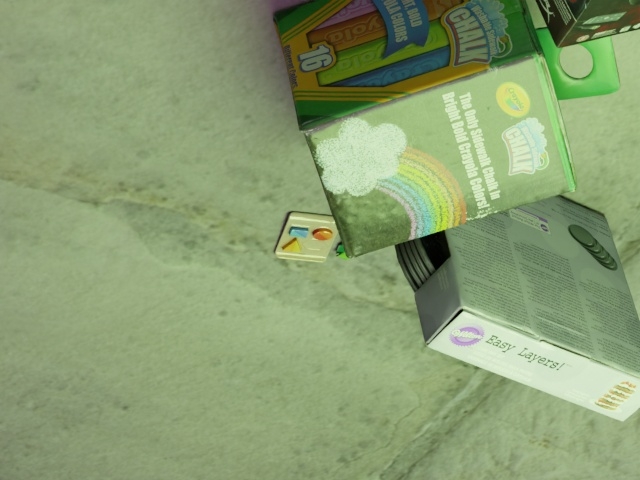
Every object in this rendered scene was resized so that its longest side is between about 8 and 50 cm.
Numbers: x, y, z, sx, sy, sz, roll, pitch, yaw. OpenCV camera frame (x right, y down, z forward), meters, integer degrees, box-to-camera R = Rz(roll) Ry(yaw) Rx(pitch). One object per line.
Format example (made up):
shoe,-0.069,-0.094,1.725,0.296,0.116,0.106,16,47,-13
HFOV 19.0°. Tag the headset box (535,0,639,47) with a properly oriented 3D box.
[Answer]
headset box,0.314,-0.292,1.566,0.218,0.110,0.293,-15,161,-20

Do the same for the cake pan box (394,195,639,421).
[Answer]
cake pan box,0.196,0.035,1.892,0.267,0.246,0.070,21,126,-29

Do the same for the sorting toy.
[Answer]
sorting toy,0.000,0.000,1.979,0.083,0.012,0.062,6,132,-17

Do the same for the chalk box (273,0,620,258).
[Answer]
chalk box,0.126,-0.138,1.758,0.289,0.179,0.180,-17,134,4
